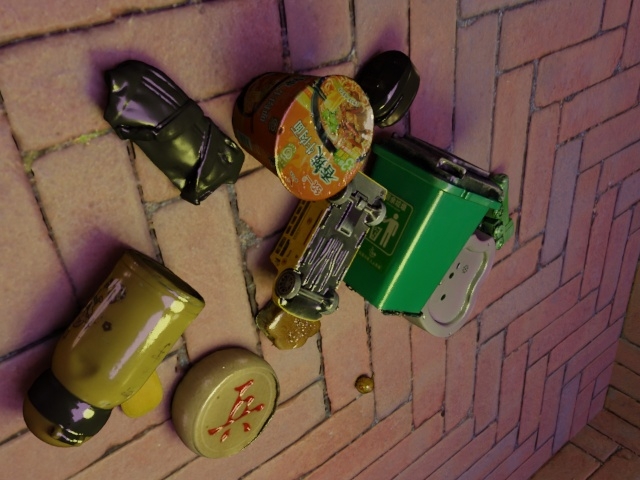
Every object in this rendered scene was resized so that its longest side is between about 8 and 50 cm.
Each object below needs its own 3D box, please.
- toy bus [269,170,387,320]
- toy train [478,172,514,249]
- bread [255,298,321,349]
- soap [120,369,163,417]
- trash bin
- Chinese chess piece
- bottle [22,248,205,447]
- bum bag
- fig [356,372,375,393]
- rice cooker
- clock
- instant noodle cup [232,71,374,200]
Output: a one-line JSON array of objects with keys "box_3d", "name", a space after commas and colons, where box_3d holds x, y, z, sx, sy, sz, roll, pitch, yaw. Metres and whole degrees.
[{"box_3d": [0.000, 0.000, 1.328, 0.144, 0.152, 0.330, 29, 89, -42], "name": "toy bus"}, {"box_3d": [0.516, -0.083, 1.809, 0.119, 0.085, 0.251, -40, 136, -27], "name": "toy train"}, {"box_3d": [-0.075, 0.187, 1.421, 0.128, 0.069, 0.140, -44, 134, -14], "name": "bread"}, {"box_3d": [-0.366, 0.284, 1.232, 0.089, 0.033, 0.168, -29, 128, -31], "name": "soap"}, {"box_3d": [0.221, -0.032, 1.455, 0.295, 0.259, 0.380, 11, 111, -45], "name": "trash bin"}, {"box_3d": [-0.208, 0.359, 1.371, 0.250, 0.103, 0.249, -22, 126, -35], "name": "Chinese chess piece"}, {"box_3d": [-0.375, 0.197, 1.082, 0.351, 0.172, 0.171, -52, 137, -5], "name": "bottle"}, {"box_3d": [-0.247, -0.173, 1.057, 0.142, 0.080, 0.326, -55, 136, -9], "name": "bum bag"}, {"box_3d": [0.135, 0.403, 1.754, 0.083, 0.050, 0.050, -26, 131, -55], "name": "fig"}, {"box_3d": [0.139, -0.317, 1.308, 0.106, 0.112, 0.165, 20, 99, -52], "name": "rice cooker"}, {"box_3d": [0.360, 0.112, 1.754, 0.339, 0.102, 0.338, -22, 126, -33], "name": "clock"}, {"box_3d": [-0.042, -0.209, 1.148, 0.230, 0.182, 0.230, -21, 125, -33], "name": "instant noodle cup"}]
